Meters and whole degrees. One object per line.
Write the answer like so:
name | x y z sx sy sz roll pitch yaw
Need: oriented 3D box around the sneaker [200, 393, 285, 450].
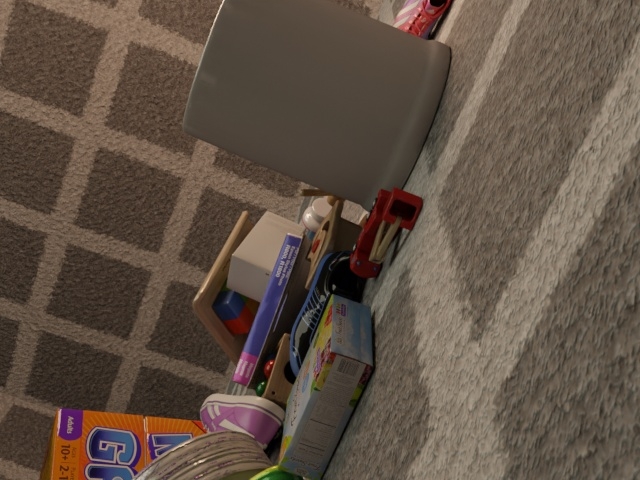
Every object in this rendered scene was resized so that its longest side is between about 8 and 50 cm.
sneaker | -0.184 0.378 1.613 0.282 0.102 0.161 -25 34 61

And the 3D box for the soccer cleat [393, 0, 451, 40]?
soccer cleat | 0.206 -0.451 1.699 0.095 0.083 0.248 -83 17 -50

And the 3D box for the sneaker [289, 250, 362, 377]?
sneaker | 0.012 0.127 1.434 0.090 0.081 0.232 169 117 -69

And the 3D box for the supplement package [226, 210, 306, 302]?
supplement package | -0.120 0.037 1.912 0.179 0.105 0.105 -56 -13 -48

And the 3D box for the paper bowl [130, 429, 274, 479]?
paper bowl | -0.184 0.454 1.370 0.148 0.284 0.284 45 124 35

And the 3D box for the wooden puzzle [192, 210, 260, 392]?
wooden puzzle | -0.143 0.151 2.030 0.348 0.080 0.322 62 -147 -32

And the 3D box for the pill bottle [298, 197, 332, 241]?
pill bottle | -0.013 -0.035 2.230 0.160 0.087 0.087 117 171 -48

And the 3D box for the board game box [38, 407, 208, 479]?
board game box | -0.397 0.607 1.746 0.356 0.356 0.357 -105 32 -49

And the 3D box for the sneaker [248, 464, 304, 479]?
sneaker | -0.091 0.464 1.233 0.123 0.109 0.296 32 98 56

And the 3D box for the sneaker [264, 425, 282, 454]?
sneaker | -0.129 0.416 1.795 0.234 0.078 0.106 -147 72 -86

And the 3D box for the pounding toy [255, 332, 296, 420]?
pounding toy | -0.049 0.217 1.618 0.181 0.094 0.206 121 167 -63

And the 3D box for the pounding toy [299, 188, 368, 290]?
pounding toy | 0.000 0.000 1.619 0.270 0.154 0.154 -77 14 -55

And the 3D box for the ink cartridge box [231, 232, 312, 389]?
ink cartridge box | -0.089 0.156 1.808 0.330 0.071 0.324 55 -126 -75

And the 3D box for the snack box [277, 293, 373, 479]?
snack box | 0.008 0.209 1.232 0.174 0.070 0.207 -85 15 -68

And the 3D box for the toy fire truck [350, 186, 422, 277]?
toy fire truck | 0.095 -0.009 1.303 0.135 0.047 0.192 -82 13 -61

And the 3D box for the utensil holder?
utensil holder | -0.013 -0.260 1.516 0.327 0.385 0.328 -160 90 -85
